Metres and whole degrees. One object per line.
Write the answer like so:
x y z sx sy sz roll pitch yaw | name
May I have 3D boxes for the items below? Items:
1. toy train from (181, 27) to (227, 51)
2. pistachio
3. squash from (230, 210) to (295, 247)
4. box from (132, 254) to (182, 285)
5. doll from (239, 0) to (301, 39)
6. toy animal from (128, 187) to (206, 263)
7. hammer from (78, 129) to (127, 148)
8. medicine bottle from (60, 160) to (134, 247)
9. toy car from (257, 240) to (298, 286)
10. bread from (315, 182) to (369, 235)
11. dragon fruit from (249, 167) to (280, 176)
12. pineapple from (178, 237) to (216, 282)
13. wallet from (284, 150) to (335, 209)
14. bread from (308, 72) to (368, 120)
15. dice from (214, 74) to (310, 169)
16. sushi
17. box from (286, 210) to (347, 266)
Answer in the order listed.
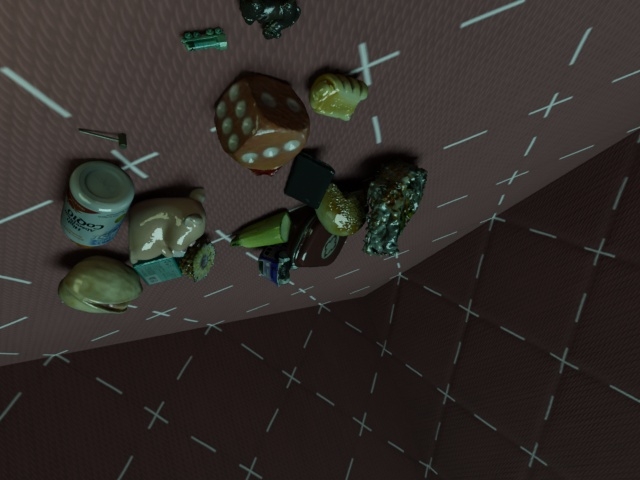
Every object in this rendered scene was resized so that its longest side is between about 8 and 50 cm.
-0.238 -0.410 0.954 0.092 0.045 0.029 -17 159 -17 | toy train
-0.818 0.172 1.720 0.229 0.230 0.309 -26 153 17 | pistachio
-0.249 -0.022 1.916 0.287 0.137 0.137 -18 162 2 | squash
-0.653 0.087 1.858 0.153 0.092 0.245 -14 160 -13 | box
-0.099 -0.465 0.927 0.139 0.057 0.165 -15 166 -24 | doll
-0.493 -0.035 1.487 0.256 0.195 0.213 -6 126 -8 | toy animal
-0.530 -0.253 1.130 0.110 0.036 0.019 9 147 -38 | hammer
-0.632 -0.083 1.296 0.157 0.157 0.288 -5 156 -38 | medicine bottle
-0.191 0.081 2.188 0.235 0.158 0.172 -53 157 -44 | toy car
0.091 -0.117 1.858 0.171 0.192 0.314 -9 164 32 | bread
-0.168 -0.250 1.341 0.136 0.133 0.166 -40 143 27 | dragon fruit
-0.522 0.066 1.865 0.136 0.176 0.161 15 -160 18 | pineapple
-0.044 -0.204 1.630 0.146 0.030 0.285 27 154 -1 | wallet
0.047 -0.388 1.237 0.177 0.084 0.119 -1 152 -43 | bread
-0.147 -0.296 1.166 0.179 0.175 0.174 6 149 -45 | dice
0.284 -0.120 1.831 0.175 0.418 0.417 20 169 16 | sushi
0.000 0.000 2.060 0.263 0.108 0.404 -63 158 10 | box
